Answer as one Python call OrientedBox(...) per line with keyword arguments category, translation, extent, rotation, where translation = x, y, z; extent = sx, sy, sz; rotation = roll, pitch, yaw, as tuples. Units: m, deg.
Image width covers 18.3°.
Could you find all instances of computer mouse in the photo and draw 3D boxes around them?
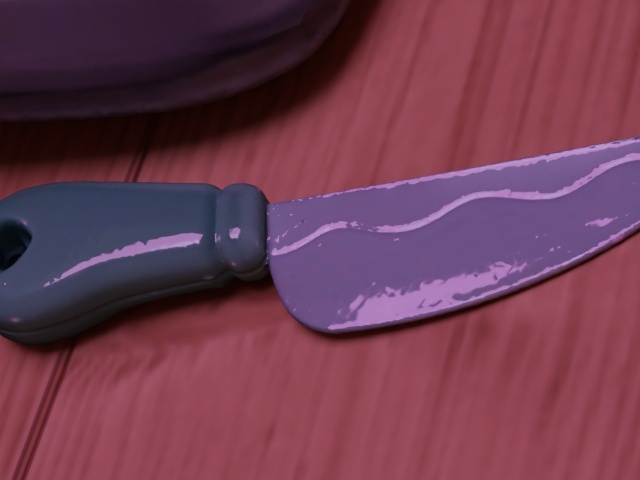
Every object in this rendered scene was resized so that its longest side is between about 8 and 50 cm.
OrientedBox(category="computer mouse", translation=(-0.132, -0.122, 0.772), extent=(0.331, 0.095, 0.197), rotation=(5, 58, 20))

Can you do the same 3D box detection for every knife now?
OrientedBox(category="knife", translation=(-0.001, 0.001, 0.650), extent=(0.260, 0.034, 0.063), rotation=(-6, 56, 20))
